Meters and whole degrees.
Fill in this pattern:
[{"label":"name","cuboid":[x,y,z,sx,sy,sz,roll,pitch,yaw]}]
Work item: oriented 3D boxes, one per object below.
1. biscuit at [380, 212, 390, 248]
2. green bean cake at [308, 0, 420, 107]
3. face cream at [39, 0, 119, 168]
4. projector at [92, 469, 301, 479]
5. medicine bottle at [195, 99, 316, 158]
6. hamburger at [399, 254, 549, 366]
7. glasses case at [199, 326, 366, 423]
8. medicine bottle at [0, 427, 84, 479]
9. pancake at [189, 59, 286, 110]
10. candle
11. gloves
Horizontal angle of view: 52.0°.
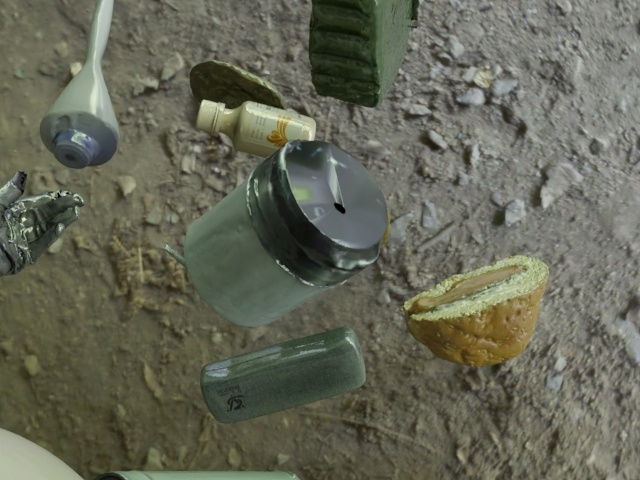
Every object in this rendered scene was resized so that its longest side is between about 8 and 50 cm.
[{"label":"biscuit","cuboid":[0.000,0.000,1.480,0.335,0.329,0.078,-30,58,18]},{"label":"green bean cake","cuboid":[0.066,-0.336,0.944,0.125,0.222,0.227,18,138,13]},{"label":"face cream","cuboid":[-0.440,-0.318,1.276,0.234,0.137,0.420,126,149,-50]},{"label":"projector","cuboid":[-0.142,0.346,0.831,0.108,0.337,0.108,-12,67,30]},{"label":"medicine bottle","cuboid":[-0.143,-0.243,1.434,0.253,0.114,0.114,13,101,-9]},{"label":"hamburger","cuboid":[0.367,0.184,1.467,0.330,0.162,0.208,-23,117,-4]},{"label":"glasses case","cuboid":[-0.072,0.270,1.308,0.323,0.074,0.131,-15,121,1]},{"label":"medicine bottle","cuboid":[-0.166,0.230,0.292,0.236,0.236,0.406,-41,93,25]},{"label":"pancake","cuboid":[-0.189,-0.338,1.525,0.236,0.222,0.042,12,63,22]},{"label":"candle","cuboid":[-0.076,0.008,1.025,0.343,0.221,0.221,-35,75,37]},{"label":"gloves","cuboid":[-0.486,-0.012,0.991,0.119,0.285,0.142,-3,115,39]}]
